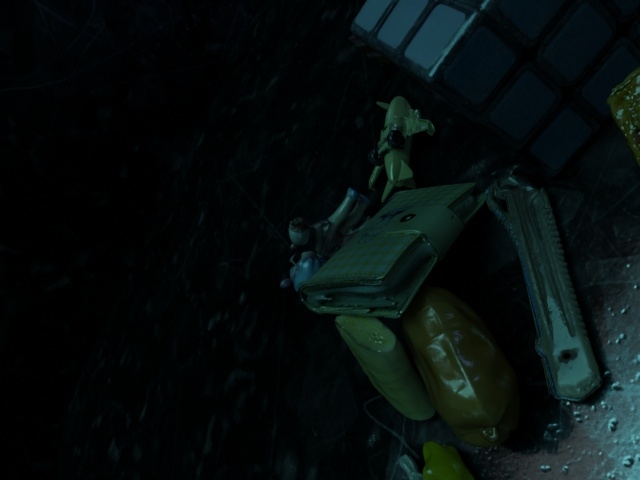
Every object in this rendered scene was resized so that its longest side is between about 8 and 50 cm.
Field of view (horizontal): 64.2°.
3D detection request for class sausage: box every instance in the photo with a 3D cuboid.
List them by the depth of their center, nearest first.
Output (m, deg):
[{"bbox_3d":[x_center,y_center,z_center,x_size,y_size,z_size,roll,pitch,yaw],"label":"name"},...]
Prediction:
[{"bbox_3d":[0.197,0.172,0.723,0.120,0.136,0.241,-43,43,22],"label":"sausage"}]

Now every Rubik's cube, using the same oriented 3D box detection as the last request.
[{"bbox_3d":[0.278,-0.330,0.746,0.301,0.305,0.303,-54,36,21],"label":"Rubik's cube"}]

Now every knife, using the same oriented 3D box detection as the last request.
[{"bbox_3d":[0.310,0.044,0.719,0.089,0.043,0.365,-35,46,40],"label":"knife"}]

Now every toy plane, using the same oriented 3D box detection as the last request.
[{"bbox_3d":[0.156,-0.205,1.048,0.229,0.092,0.244,136,140,-55],"label":"toy plane"}]

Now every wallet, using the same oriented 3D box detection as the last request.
[{"bbox_3d":[0.124,0.002,0.847,0.223,0.077,0.309,-13,25,52],"label":"wallet"}]

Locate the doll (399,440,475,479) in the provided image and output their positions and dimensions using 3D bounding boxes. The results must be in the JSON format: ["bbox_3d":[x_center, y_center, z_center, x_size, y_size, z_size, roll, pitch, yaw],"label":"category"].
[{"bbox_3d":[0.163,0.358,0.721,0.113,0.072,0.135,-48,41,41],"label":"doll"}]

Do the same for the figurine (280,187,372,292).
[{"bbox_3d":[0.012,0.008,1.069,0.103,0.205,0.260,40,103,32],"label":"figurine"}]

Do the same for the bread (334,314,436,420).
[{"bbox_3d":[0.101,0.193,0.802,0.060,0.178,0.139,-37,30,-11],"label":"bread"}]

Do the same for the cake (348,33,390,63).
[{"bbox_3d":[0.189,-0.468,1.138,0.295,0.116,0.112,8,74,54],"label":"cake"}]

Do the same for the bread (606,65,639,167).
[{"bbox_3d":[0.431,-0.138,0.557,0.149,0.143,0.158,-38,42,46],"label":"bread"}]
